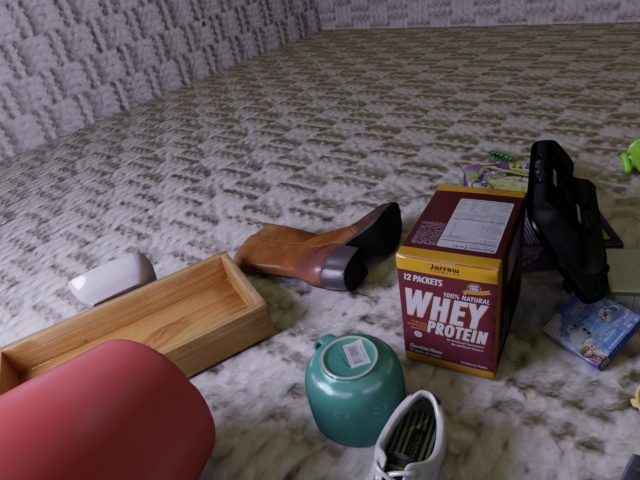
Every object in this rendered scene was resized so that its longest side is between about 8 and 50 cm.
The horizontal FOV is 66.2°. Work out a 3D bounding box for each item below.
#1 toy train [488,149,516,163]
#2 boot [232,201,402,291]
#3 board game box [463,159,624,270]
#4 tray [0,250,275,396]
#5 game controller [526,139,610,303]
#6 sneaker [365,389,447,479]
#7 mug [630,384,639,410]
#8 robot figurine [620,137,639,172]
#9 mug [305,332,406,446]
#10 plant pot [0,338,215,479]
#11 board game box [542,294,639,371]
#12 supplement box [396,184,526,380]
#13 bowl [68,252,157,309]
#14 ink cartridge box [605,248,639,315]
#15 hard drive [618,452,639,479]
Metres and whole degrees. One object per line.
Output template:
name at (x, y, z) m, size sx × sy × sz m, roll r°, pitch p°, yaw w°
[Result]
toy train at (0.442, -0.204, 1.194) m, size 0.023 × 0.017 × 0.083 m, roll -13°, pitch 31°, yaw -20°
boot at (0.000, 0.000, 0.988) m, size 0.280 × 0.096 × 0.264 m, roll 6°, pitch 44°, yaw 38°
board game box at (0.410, -0.063, 0.963) m, size 0.208 × 0.056 × 0.347 m, roll -1°, pitch 34°, yaw 8°
tray at (-0.302, 0.168, 0.807) m, size 0.410 × 0.076 × 0.203 m, roll -24°, pitch 34°, yaw -20°
game controller at (0.372, -0.046, 0.751) m, size 0.067 × 0.166 × 0.319 m, roll -41°, pitch 8°, yaw 37°
sneaker at (0.073, 0.269, 0.514) m, size 0.094 × 0.091 × 0.258 m, roll 4°, pitch 36°, yaw 23°
mug at (0.406, 0.179, 0.563) m, size 0.064 × 0.062 × 0.078 m, roll -15°, pitch 22°, yaw -17°
robot figurine at (0.688, -0.176, 1.026) m, size 0.101 × 0.067 × 0.115 m, roll -12°, pitch 31°, yaw 15°
mug at (0.033, 0.183, 0.652) m, size 0.157 × 0.097 × 0.129 m, roll 10°, pitch 39°, yaw 30°
plant pot at (-0.259, 0.251, 0.514) m, size 0.274 × 0.275 × 0.243 m, roll 5°, pitch 28°, yaw 24°
board game box at (0.375, 0.119, 0.681) m, size 0.090 × 0.020 × 0.090 m, roll -47°, pitch 38°, yaw -2°
supplement box at (0.209, 0.052, 0.711) m, size 0.129 × 0.191 × 0.194 m, roll 9°, pitch 37°, yaw 29°
bowl at (-0.372, 0.090, 0.906) m, size 0.142 × 0.142 × 0.053 m, roll -26°, pitch 69°, yaw -16°
ink cartridge box at (0.520, 0.066, 0.711) m, size 0.209 × 0.062 × 0.109 m, roll 0°, pitch 33°, yaw 18°
hard drive at (0.309, 0.319, 0.398) m, size 0.172 × 0.054 × 0.254 m, roll 16°, pitch 42°, yaw 35°
